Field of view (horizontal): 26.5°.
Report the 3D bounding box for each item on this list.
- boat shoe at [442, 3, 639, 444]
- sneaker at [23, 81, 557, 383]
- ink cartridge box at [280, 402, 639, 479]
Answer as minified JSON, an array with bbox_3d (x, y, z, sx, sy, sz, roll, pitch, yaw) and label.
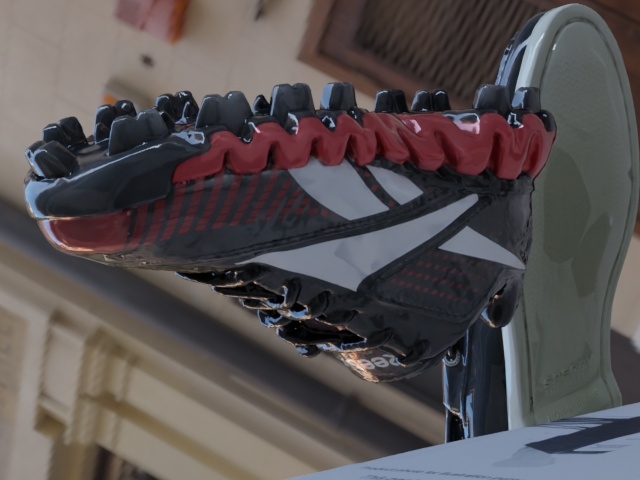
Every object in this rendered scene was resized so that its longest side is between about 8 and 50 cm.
[{"bbox_3d":[0.118,0.028,0.832,0.127,0.113,0.340,-18,-70,-39],"label":"boat shoe"},{"bbox_3d":[0.000,0.000,0.580,0.276,0.097,0.135,-5,-83,-44],"label":"sneaker"},{"bbox_3d":[0.096,0.152,0.383,0.272,0.114,0.197,-5,-90,-36],"label":"ink cartridge box"}]
